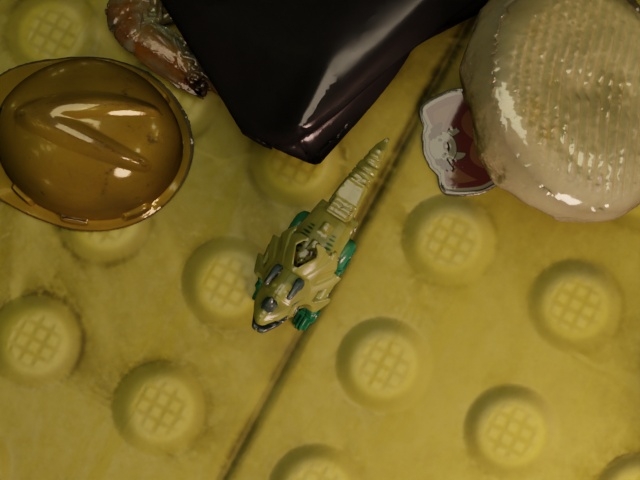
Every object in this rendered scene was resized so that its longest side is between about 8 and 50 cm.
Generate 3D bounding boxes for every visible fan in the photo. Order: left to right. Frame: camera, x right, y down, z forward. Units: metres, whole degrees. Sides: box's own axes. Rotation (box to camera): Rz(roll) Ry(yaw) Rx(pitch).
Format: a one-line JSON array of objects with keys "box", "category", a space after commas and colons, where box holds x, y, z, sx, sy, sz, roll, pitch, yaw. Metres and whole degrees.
[{"box": [0.223, -0.128, 1.914, 0.220, 0.009, 0.132, -16, 83, -2], "category": "fan"}]

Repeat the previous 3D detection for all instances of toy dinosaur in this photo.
[{"box": [0.000, 0.000, 1.828, 0.094, 0.153, 0.259, 34, 73, 3], "category": "toy dinosaur"}]

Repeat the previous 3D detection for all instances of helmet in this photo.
[{"box": [-0.271, -0.122, 1.849, 0.257, 0.140, 0.205, 9, 80, -1], "category": "helmet"}]

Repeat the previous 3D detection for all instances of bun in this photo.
[{"box": [0.261, -0.150, 1.831, 0.287, 0.146, 0.287, 9, 72, -27], "category": "bun"}]

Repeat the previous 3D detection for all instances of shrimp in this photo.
[{"box": [-0.169, -0.230, 1.921, 0.180, 0.041, 0.099, 45, 68, 8], "category": "shrimp"}]

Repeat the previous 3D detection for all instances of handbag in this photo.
[{"box": [-0.007, -0.276, 1.877, 0.342, 0.152, 0.288, -42, 71, -10], "category": "handbag"}]

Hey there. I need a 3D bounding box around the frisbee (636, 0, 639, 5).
[{"box": [0.427, -0.343, 1.873, 0.236, 0.017, 0.235, 10, 108, 33], "category": "frisbee"}]
